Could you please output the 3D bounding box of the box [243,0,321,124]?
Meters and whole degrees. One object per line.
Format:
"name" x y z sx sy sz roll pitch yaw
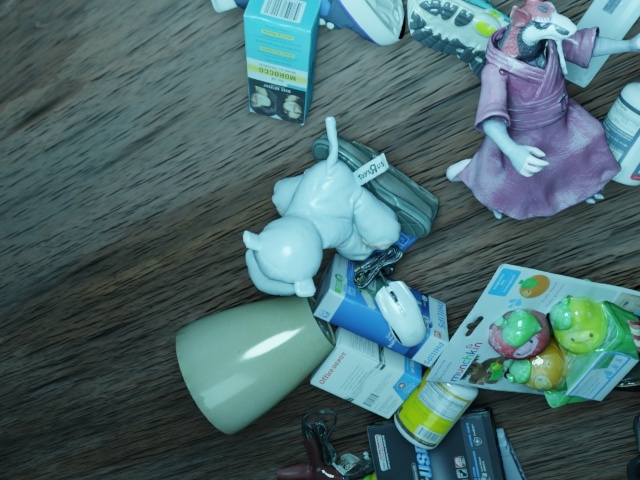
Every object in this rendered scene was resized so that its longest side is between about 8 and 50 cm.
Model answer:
"box" -0.061 -0.279 1.020 0.100 0.060 0.244 15 158 2

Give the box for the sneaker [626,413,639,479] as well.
"sneaker" 0.769 0.389 1.352 0.202 0.185 0.483 7 123 7

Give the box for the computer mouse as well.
"computer mouse" 0.143 0.113 1.213 0.106 0.042 0.193 -31 99 -4

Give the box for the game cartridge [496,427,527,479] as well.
"game cartridge" 0.402 0.585 1.632 0.196 0.060 0.294 -18 120 17

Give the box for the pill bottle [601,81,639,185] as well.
"pill bottle" 0.509 -0.187 1.032 0.108 0.108 0.180 19 126 -4

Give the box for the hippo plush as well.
"hippo plush" 0.000 0.000 1.120 0.234 0.237 0.294 35 151 -8

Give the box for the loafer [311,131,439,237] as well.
"loafer" 0.104 -0.112 1.187 0.267 0.084 0.096 39 153 -13

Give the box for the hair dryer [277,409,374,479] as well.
"hair dryer" -0.005 0.554 1.684 0.223 0.080 0.293 44 116 -2

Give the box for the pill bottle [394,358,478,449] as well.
"pill bottle" 0.261 0.341 1.426 0.117 0.117 0.215 29 108 -11

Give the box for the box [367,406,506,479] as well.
"box" 0.279 0.554 1.523 0.293 0.073 0.296 -12 84 17

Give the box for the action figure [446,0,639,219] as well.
"action figure" 0.314 -0.210 0.953 0.248 0.276 0.370 -32 130 -7

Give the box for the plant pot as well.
"plant pot" -0.116 0.227 1.374 0.274 0.256 0.256 -29 117 7

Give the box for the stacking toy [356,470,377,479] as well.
"stacking toy" 0.148 0.643 1.680 0.141 0.141 0.330 34 117 -14

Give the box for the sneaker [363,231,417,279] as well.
"sneaker" 0.140 0.020 1.256 0.058 0.085 0.152 41 121 -18

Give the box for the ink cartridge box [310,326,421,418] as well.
"ink cartridge box" 0.100 0.286 1.450 0.203 0.086 0.148 27 125 -8

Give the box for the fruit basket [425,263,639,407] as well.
"fruit basket" 0.426 0.199 1.257 0.353 0.165 0.327 8 128 -21

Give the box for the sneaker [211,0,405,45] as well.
"sneaker" -0.048 -0.389 0.995 0.236 0.130 0.323 -17 136 41

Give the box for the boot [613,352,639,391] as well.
"boot" 0.651 0.258 1.355 0.219 0.106 0.082 -5 158 44

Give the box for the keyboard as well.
"keyboard" 0.449 -0.353 0.986 0.072 0.014 0.256 27 125 -3

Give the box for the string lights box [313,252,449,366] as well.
"string lights box" 0.123 0.138 1.312 0.259 0.133 0.077 25 122 -9

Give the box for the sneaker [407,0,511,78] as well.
"sneaker" 0.250 -0.323 0.984 0.275 0.110 0.107 21 145 -27

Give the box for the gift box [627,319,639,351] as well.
"gift box" 0.699 0.133 1.101 0.276 0.258 0.255 21 86 0
